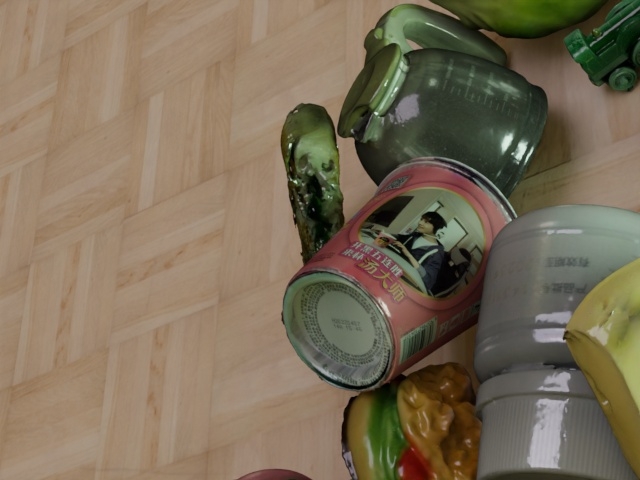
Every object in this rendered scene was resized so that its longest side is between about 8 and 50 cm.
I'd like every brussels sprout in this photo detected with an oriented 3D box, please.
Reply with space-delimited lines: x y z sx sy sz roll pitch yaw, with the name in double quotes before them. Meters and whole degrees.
"brussels sprout" 0.273 -0.410 1.983 0.344 0.344 0.268 5 103 46

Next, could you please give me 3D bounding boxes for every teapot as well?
"teapot" 0.162 -0.186 1.922 0.322 0.239 0.239 -64 16 -17

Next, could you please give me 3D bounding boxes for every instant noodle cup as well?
"instant noodle cup" 0.089 0.051 1.751 0.244 0.244 0.255 -6 20 43

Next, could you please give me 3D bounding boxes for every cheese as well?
"cheese" 0.421 0.110 1.449 0.315 0.260 0.128 -27 11 -12

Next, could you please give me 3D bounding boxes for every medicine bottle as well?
"medicine bottle" 0.291 0.140 1.614 0.245 0.245 0.306 -10 58 41

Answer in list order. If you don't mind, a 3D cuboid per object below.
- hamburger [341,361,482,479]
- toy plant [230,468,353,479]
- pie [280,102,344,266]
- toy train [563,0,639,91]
"hamburger" 0.142 0.254 1.712 0.149 0.237 0.237 -27 48 23
"toy plant" -0.021 0.400 1.788 0.356 0.317 0.211 -23 28 50
"pie" 0.000 0.000 1.977 0.078 0.296 0.371 -6 89 1
"toy train" 0.409 -0.270 1.870 0.178 0.104 0.071 -37 40 21
